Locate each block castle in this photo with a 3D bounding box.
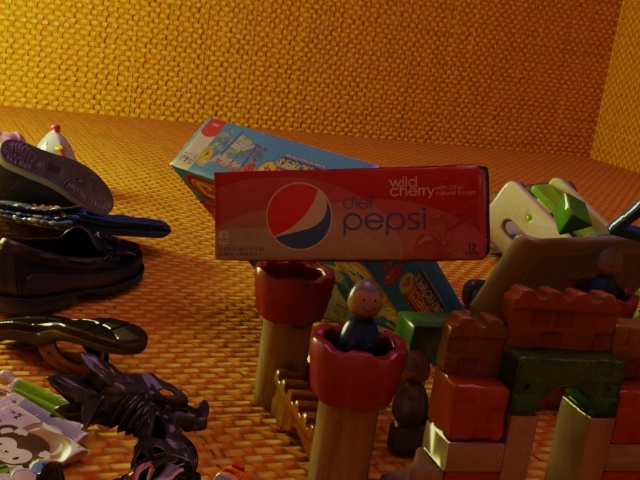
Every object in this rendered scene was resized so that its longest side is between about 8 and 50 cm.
[{"bbox_3d":[0.172,0.116,1.008,0.454,0.212,0.303,5,14,-17],"label":"block castle"}]

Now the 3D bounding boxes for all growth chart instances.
[{"bbox_3d":[-0.294,0.178,0.878,0.172,0.021,0.237,15,15,22],"label":"growth chart"}]

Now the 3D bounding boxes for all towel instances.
[{"bbox_3d":[-0.433,-0.047,1.568,0.336,0.040,0.243,9,1,26],"label":"towel"}]

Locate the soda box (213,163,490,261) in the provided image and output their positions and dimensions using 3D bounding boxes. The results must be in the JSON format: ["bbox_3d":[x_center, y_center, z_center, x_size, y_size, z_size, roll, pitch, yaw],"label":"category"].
[{"bbox_3d":[0.032,-0.025,0.976,0.264,0.092,0.083,-1,2,13],"label":"soda box"}]

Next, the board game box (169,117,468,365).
[{"bbox_3d":[0.000,0.000,1.275,0.308,0.086,0.302,20,-24,42],"label":"board game box"}]

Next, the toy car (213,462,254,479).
[{"bbox_3d":[-0.048,0.218,0.814,0.060,0.040,0.122,-4,17,-42],"label":"toy car"}]

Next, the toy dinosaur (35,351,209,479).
[{"bbox_3d":[-0.119,0.214,0.664,0.322,0.164,0.218,22,20,-31],"label":"toy dinosaur"}]

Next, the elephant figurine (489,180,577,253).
[{"bbox_3d":[0.390,-0.027,1.912,0.239,0.169,0.186,-21,-1,-35],"label":"elephant figurine"}]

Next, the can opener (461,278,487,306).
[{"bbox_3d":[0.361,0.081,1.556,0.281,0.093,0.074,1,15,-12],"label":"can opener"}]

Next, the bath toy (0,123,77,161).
[{"bbox_3d":[-0.617,-0.160,1.862,0.348,0.128,0.151,-1,16,-37],"label":"bath toy"}]

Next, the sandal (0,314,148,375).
[{"bbox_3d":[-0.274,0.116,1.086,0.219,0.060,0.090,0,1,31],"label":"sandal"}]

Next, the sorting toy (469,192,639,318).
[{"bbox_3d":[0.299,0.040,1.228,0.196,0.347,0.047,2,55,-14],"label":"sorting toy"}]

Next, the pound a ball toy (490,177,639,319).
[{"bbox_3d":[0.405,0.055,1.465,0.208,0.135,0.319,-7,48,-42],"label":"pound a ball toy"}]

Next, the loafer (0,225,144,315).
[{"bbox_3d":[-0.327,0.024,1.336,0.109,0.095,0.302,12,14,20],"label":"loafer"}]

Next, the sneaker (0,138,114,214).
[{"bbox_3d":[-0.484,-0.091,1.770,0.222,0.118,0.083,29,46,-20],"label":"sneaker"}]
